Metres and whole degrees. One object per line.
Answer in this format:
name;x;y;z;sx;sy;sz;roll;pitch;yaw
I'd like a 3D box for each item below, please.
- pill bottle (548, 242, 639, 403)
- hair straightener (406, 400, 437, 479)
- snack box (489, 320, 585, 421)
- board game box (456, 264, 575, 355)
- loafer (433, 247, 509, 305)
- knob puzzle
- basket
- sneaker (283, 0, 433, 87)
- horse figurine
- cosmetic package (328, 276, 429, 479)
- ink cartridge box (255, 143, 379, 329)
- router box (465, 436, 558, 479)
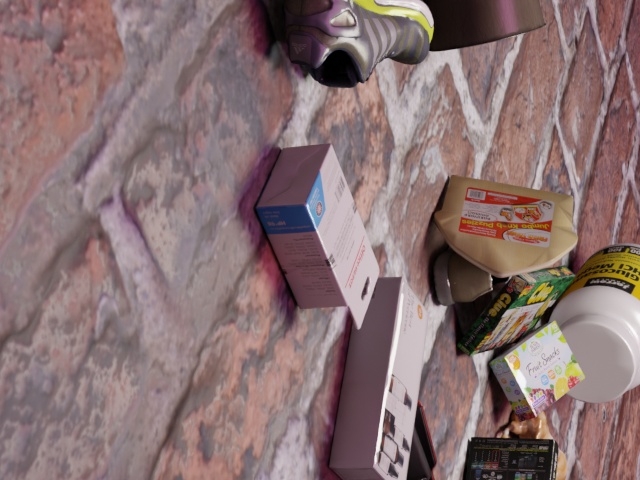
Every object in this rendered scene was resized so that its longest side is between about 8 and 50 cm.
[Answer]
pill bottle;0.484;0.140;2.535;0.334;0.188;0.188;-42;124;-61
hair straightener;0.114;0.311;1.865;0.089;0.047;0.230;-54;139;-55
snack box;0.322;0.192;2.258;0.141;0.037;0.100;-29;91;-44
board game box;0.285;0.098;2.189;0.136;0.030;0.259;-56;161;15
loafer;0.232;0.032;2.104;0.251;0.087;0.094;-40;123;-61
knob puzzle;0.245;-0.008;2.030;0.213;0.213;0.030;-62;163;-50
basket;0.201;-0.380;2.029;0.204;0.154;0.227;-33;113;-61
sneaker;0.034;-0.226;1.701;0.300;0.111;0.121;10;88;-60
horse figurine;0.332;0.332;2.307;0.263;0.066;0.174;68;25;-20
cosmetic package;0.072;0.168;1.755;0.099;0.060;0.239;54;40;-52
ink cartridge box;0.000;0.000;1.616;0.104;0.060;0.180;-68;145;-46
router box;0.262;0.319;2.086;0.038;0.122;0.092;62;33;-51
